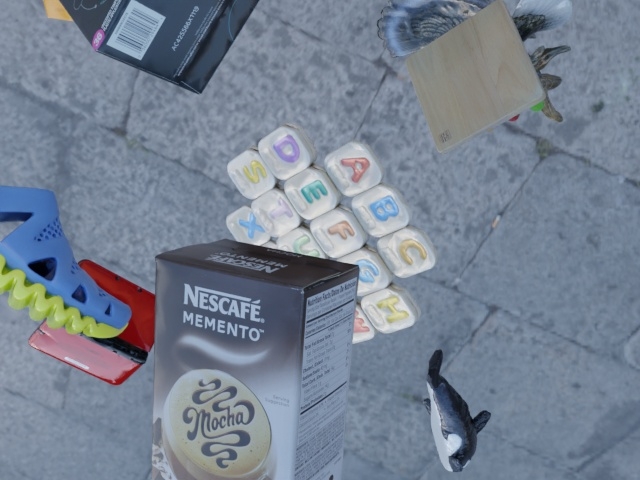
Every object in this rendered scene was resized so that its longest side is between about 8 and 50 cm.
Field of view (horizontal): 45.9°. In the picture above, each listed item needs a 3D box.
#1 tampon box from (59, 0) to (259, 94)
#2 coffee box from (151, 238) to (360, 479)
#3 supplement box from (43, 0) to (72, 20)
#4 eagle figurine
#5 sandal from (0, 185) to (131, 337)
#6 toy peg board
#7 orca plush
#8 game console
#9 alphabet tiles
[{"bbox_3d":[-0.140,-0.220,0.624,0.101,0.161,0.120,17,114,-46],"label":"tampon box"},{"bbox_3d":[-0.069,0.160,0.756,0.168,0.119,0.297,10,104,27],"label":"coffee box"},{"bbox_3d":[-0.312,-0.325,1.016,0.062,0.098,0.036,16,125,33],"label":"supplement box"},{"bbox_3d":[0.263,-0.331,1.292,0.225,0.298,0.226,-24,134,-14],"label":"eagle figurine"},{"bbox_3d":[-0.334,-0.004,0.840,0.317,0.138,0.126,42,153,-25],"label":"sandal"},{"bbox_3d":[0.226,-0.219,1.064,0.161,0.161,0.079,-29,155,29],"label":"toy peg board"},{"bbox_3d":[0.258,0.317,1.396,0.102,0.151,0.287,-20,115,-5],"label":"orca plush"},{"bbox_3d":[-0.303,0.116,1.041,0.144,0.085,0.124,32,128,-22],"label":"game console"},{"bbox_3d":[0.000,0.000,0.922,0.278,0.021,0.284,-25,102,46],"label":"alphabet tiles"}]
